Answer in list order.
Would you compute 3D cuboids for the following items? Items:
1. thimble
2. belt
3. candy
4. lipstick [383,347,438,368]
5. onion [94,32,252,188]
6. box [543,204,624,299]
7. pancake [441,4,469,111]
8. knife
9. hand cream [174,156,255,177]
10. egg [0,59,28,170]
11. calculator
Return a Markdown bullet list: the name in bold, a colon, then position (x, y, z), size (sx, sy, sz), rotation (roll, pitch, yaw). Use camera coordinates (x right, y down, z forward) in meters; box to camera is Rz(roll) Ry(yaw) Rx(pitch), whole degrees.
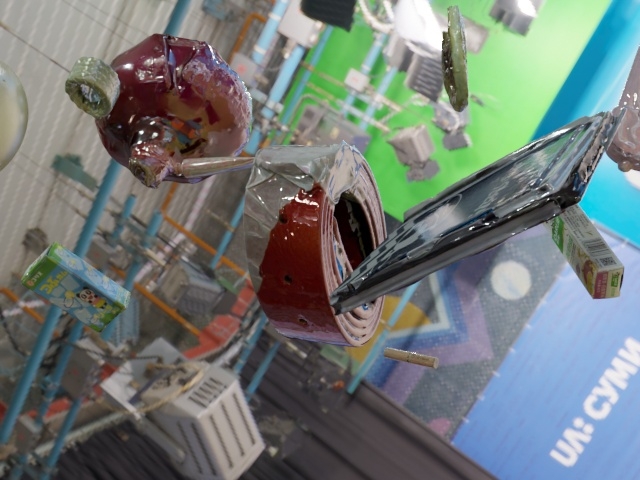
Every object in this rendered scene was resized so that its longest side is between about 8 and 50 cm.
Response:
- **thimble**: position (-0.407, -0.272, 1.348), size (0.110, 0.085, 0.062), rotation (90, -168, -57)
- **belt**: position (0.000, 0.000, 1.008), size (0.323, 0.115, 0.227), rotation (72, -150, -41)
- **candy**: position (-0.498, 0.097, 1.538), size (0.097, 0.194, 0.062), rotation (-40, 26, 24)
- **lipstick**: position (0.144, 0.188, 1.204), size (0.019, 0.094, 0.018), rotation (-11, -76, -52)
- **onion**: position (-0.365, -0.259, 1.826), size (0.398, 0.399, 0.420), rotation (101, 170, -50)
- **box**: position (0.362, -0.001, 1.052), size (0.207, 0.041, 0.049), rotation (-103, 4, -54)
- **pancake**: position (0.154, -0.205, 0.855), size (0.129, 0.023, 0.116), rotation (70, -165, -71)
- **knife**: position (0.435, -0.238, 0.945), size (0.398, 0.132, 0.038), rotation (-63, -25, -25)
- **hand cream**: position (-0.223, -0.169, 1.678), size (0.067, 0.210, 0.043), rotation (37, -131, -77)
- **egg**: position (-0.592, -0.188, 1.191), size (0.269, 0.219, 0.219), rotation (-51, -18, -36)
- **calculator**: position (0.125, -0.022, 0.647), size (0.274, 0.028, 0.166), rotation (-30, 11, 46)
